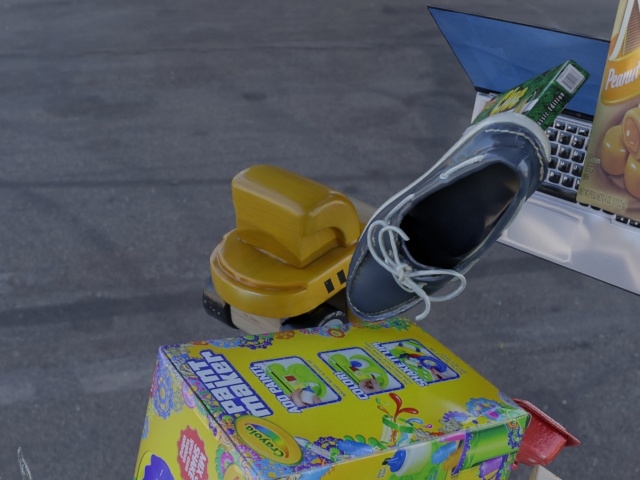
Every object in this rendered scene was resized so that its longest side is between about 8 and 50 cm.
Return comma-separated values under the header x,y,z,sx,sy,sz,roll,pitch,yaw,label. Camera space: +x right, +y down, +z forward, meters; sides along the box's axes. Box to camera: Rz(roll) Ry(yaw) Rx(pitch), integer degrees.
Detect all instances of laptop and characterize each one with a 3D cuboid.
x,y,z,sx,sy,sz,roll,pitch,yaw,label
0.348,-0.125,1.190,0.381,0.408,0.236,24,29,34,laptop

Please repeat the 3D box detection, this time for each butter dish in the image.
x,y,z,sx,sy,sz,roll,pitch,yaw,label
0.395,0.396,1.525,0.160,0.160,0.118,36,68,-3,butter dish

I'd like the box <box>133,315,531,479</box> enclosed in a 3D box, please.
x,y,z,sx,sy,sz,roll,pitch,yaw,label
-0.008,0.245,0.692,0.279,0.290,0.177,-2,27,-38,box

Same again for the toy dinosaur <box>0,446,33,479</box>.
x,y,z,sx,sy,sz,roll,pitch,yaw,label
-0.290,0.356,0.881,0.121,0.313,0.160,34,77,21,toy dinosaur

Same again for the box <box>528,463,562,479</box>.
x,y,z,sx,sy,sz,roll,pitch,yaw,label
0.297,0.368,0.884,0.164,0.021,0.201,34,31,8,box

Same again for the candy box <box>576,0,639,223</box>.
x,y,z,sx,sy,sz,roll,pitch,yaw,label
0.325,-0.165,0.644,0.087,0.317,0.183,6,11,-13,candy box

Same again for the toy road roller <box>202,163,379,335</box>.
x,y,z,sx,sy,sz,roll,pitch,yaw,label
0.000,0.000,1.056,0.202,0.241,0.329,25,42,33,toy road roller

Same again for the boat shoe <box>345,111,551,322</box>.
x,y,z,sx,sy,sz,roll,pitch,yaw,label
0.093,0.000,0.656,0.095,0.254,0.079,44,40,-4,boat shoe

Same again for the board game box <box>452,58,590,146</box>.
x,y,z,sx,sy,sz,roll,pitch,yaw,label
0.188,-0.112,0.831,0.030,0.136,0.259,41,-1,-4,board game box
